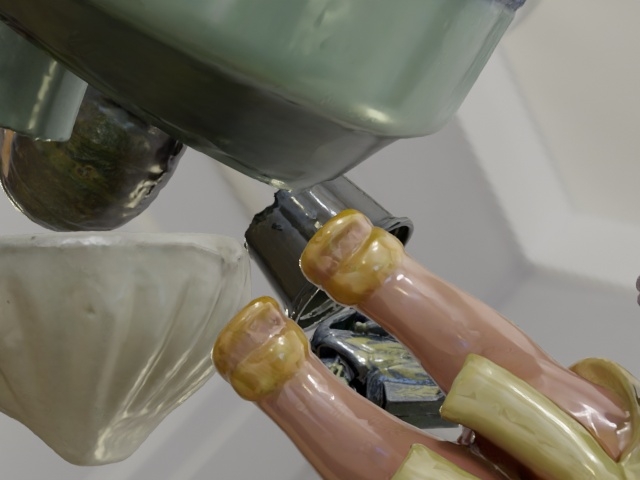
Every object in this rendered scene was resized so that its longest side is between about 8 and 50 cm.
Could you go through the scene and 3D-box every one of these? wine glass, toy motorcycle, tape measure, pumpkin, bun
[{"bbox_3d":[-0.132,-0.171,0.847,0.103,0.231,0.103,23,9,-4],"label":"wine glass"},{"bbox_3d":[0.062,0.089,1.241,0.124,0.193,0.061,-106,-165,-44],"label":"toy motorcycle"},{"bbox_3d":[-0.047,-0.138,0.526,0.262,0.138,0.259,40,14,7],"label":"tape measure"},{"bbox_3d":[-0.207,-0.113,1.542,0.159,0.238,0.238,24,-16,-21],"label":"pumpkin"},{"bbox_3d":[-0.178,0.086,1.265,0.263,0.263,0.175,163,-74,-65],"label":"bun"}]

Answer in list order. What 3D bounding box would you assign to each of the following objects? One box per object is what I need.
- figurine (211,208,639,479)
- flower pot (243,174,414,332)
[{"bbox_3d":[0.078,0.081,0.378,0.240,0.175,0.116,41,-12,10],"label":"figurine"},{"bbox_3d":[0.000,0.000,1.581,0.107,0.157,0.157,49,-21,16],"label":"flower pot"}]
